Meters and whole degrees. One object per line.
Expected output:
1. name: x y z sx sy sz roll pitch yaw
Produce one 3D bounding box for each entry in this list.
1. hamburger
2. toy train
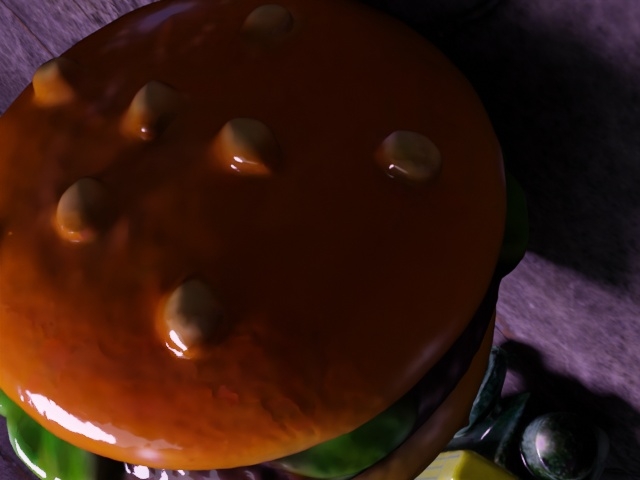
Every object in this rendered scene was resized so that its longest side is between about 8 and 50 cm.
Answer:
1. hamburger: -0.047 -0.004 0.638 0.395 0.396 0.277 33 157 27
2. toy train: 0.135 0.288 0.966 0.179 0.272 0.442 34 159 -2
